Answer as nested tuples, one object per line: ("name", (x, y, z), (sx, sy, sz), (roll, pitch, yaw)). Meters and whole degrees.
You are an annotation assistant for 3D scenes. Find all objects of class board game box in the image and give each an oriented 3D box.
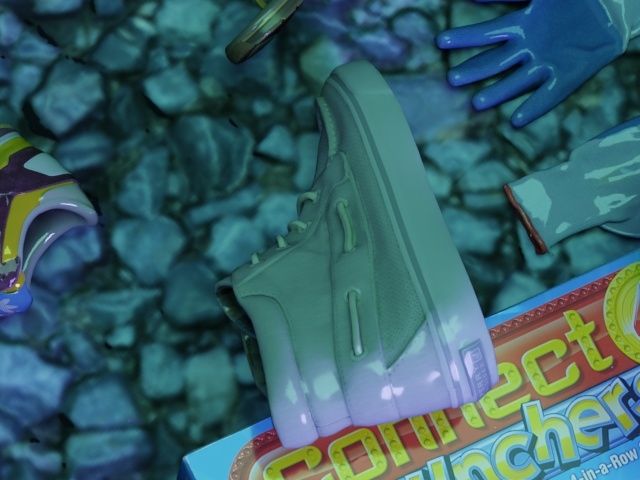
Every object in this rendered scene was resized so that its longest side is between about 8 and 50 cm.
("board game box", (0.124, 0.193, 0.942), (0.308, 0.086, 0.302), (-24, 78, -12))

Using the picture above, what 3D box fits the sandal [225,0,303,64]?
("sandal", (-0.015, -0.175, 1.044), (0.049, 0.072, 0.180), (32, 67, -7))

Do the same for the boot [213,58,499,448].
("boot", (0.000, 0.000, 0.942), (0.123, 0.095, 0.258), (-17, 37, -1))

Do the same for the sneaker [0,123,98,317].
("sneaker", (-0.204, 0.022, 0.970), (0.084, 0.069, 0.185), (39, 75, 12))

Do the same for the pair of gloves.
("pair of gloves", (0.166, -0.080, 1.060), (0.159, 0.023, 0.198), (-22, 76, -11))
